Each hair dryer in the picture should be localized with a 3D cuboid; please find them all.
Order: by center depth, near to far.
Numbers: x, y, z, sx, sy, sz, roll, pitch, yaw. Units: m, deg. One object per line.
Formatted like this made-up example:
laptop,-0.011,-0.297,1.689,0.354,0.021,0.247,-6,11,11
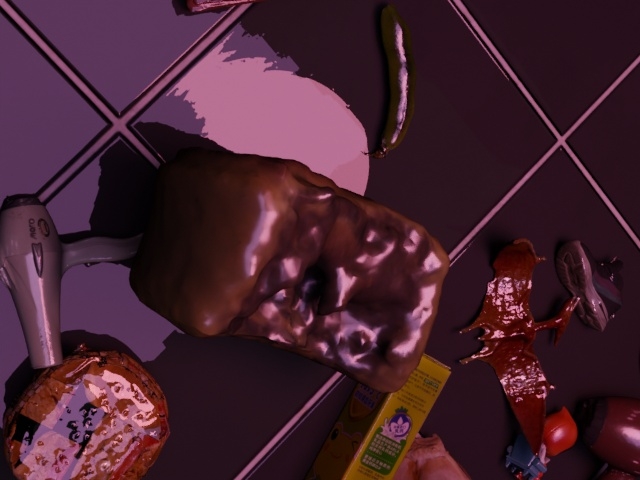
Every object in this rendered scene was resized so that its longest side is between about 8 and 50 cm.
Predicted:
hair dryer,-0.326,0.067,1.251,0.225,0.088,0.218,15,75,-27
hair dryer,0.532,0.444,1.605,0.313,0.123,0.340,25,106,-3

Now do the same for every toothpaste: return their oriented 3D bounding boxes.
toothpaste,0.070,0.306,1.428,0.077,0.110,0.327,30,87,-19

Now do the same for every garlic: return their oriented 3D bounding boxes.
garlic,0.153,0.377,1.468,0.175,0.124,0.099,-9,115,2

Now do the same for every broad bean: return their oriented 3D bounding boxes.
broad bean,0.110,-0.232,1.399,0.069,0.039,0.226,4,98,-15

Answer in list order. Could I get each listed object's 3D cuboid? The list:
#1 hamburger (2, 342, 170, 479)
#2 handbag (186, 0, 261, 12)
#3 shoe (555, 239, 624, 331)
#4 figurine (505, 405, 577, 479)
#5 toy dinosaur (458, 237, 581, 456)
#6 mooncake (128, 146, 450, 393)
hamburger,-0.314,0.259,1.286,0.231,0.107,0.230,0,91,-21
handbag,-0.074,-0.455,1.273,0.276,0.084,0.260,-15,104,-17
shoe,0.456,0.060,1.558,0.099,0.071,0.169,-31,111,-16
figurine,0.369,0.337,1.569,0.140,0.068,0.075,-48,125,-13
toy dinosaur,0.321,0.164,1.499,0.207,0.113,0.327,15,97,-17
mooncake,-0.035,0.032,1.195,0.393,0.394,0.246,19,88,3
